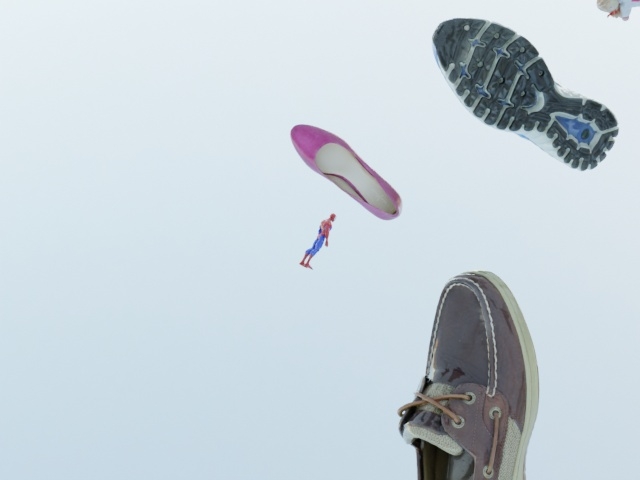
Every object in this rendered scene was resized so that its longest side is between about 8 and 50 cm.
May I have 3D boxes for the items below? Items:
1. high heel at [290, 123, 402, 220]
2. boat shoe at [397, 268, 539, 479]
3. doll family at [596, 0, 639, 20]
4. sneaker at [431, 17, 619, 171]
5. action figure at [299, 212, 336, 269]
[{"bbox_3d":[0.046,-0.123,2.146,0.082,0.244,0.117,-46,-170,3],"label":"high heel"},{"bbox_3d":[0.149,0.201,1.282,0.123,0.341,0.123,4,177,-42],"label":"boat shoe"},{"bbox_3d":[0.476,-0.451,1.829,0.163,0.263,0.118,-9,-114,4],"label":"doll family"},{"bbox_3d":[0.270,-0.210,1.695,0.129,0.330,0.147,-56,-148,4],"label":"sneaker"},{"bbox_3d":[0.000,0.000,2.241,0.115,0.030,0.038,-64,-158,-7],"label":"action figure"}]
